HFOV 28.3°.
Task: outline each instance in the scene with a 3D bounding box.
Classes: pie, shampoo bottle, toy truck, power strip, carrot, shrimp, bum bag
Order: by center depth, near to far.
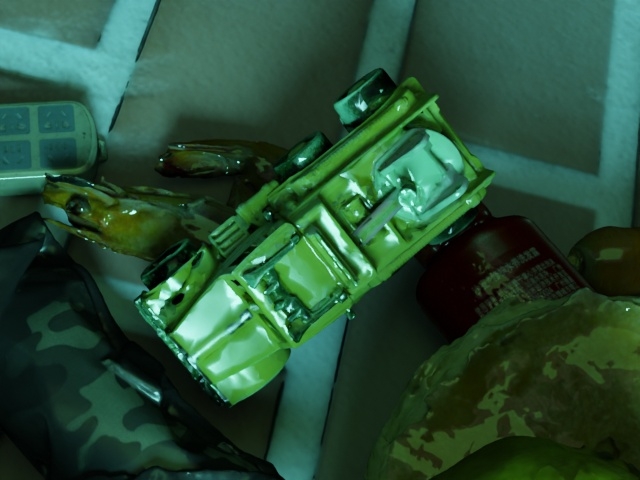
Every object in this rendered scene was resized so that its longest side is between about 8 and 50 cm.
[{"bbox_3d":[0.187,0.191,0.822,0.339,0.083,0.340,-1,79,6],"label":"pie"},{"bbox_3d":[-0.160,0.116,0.863,0.144,0.095,0.340,-36,65,-24],"label":"bum bag"},{"bbox_3d":[-0.003,0.002,0.883,0.259,0.135,0.128,-38,102,1],"label":"toy truck"},{"bbox_3d":[0.166,0.075,0.955,0.118,0.076,0.314,-34,67,-14],"label":"shampoo bottle"},{"bbox_3d":[-0.091,-0.027,0.992,0.248,0.068,0.150,6,46,-13],"label":"shrimp"},{"bbox_3d":[-0.284,-0.071,1.006,0.226,0.029,0.080,-4,58,-11],"label":"power strip"},{"bbox_3d":[0.317,0.001,1.043,0.271,0.066,0.062,-12,104,-19],"label":"carrot"}]

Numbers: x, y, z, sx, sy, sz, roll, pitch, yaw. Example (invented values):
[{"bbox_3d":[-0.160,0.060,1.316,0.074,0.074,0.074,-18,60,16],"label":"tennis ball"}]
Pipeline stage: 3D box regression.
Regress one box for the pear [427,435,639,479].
[{"bbox_3d":[0.096,0.258,0.642,0.269,0.269,0.321,20,97,4],"label":"pear"}]
